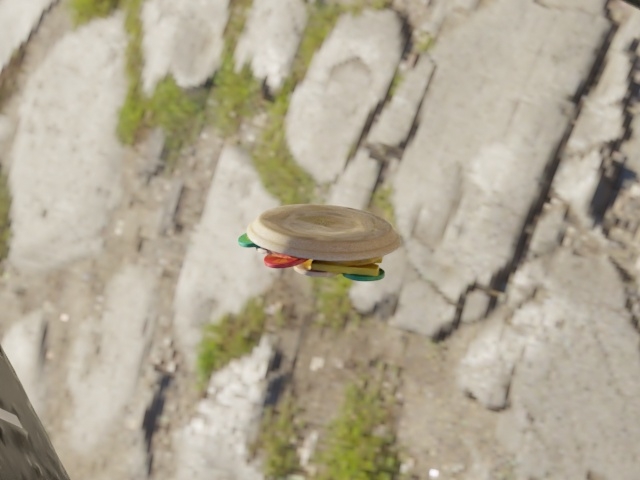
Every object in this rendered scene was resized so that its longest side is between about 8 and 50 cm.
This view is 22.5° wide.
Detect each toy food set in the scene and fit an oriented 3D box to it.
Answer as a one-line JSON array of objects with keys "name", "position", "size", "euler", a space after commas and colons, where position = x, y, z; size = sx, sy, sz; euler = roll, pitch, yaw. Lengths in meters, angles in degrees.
[{"name": "toy food set", "position": [0.000, 0.000, 0.833], "size": [0.082, 0.083, 0.020], "euler": [-62, -22, -72]}]

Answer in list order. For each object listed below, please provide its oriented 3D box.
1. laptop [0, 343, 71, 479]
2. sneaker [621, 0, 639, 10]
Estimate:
[{"name": "laptop", "position": [-0.219, 0.030, 0.559], "size": [0.137, 0.234, 0.264], "euler": [-33, 70, 3]}, {"name": "sneaker", "position": [0.114, -0.123, 0.380], "size": [0.145, 0.270, 0.090], "euler": [-56, 49, 20]}]
